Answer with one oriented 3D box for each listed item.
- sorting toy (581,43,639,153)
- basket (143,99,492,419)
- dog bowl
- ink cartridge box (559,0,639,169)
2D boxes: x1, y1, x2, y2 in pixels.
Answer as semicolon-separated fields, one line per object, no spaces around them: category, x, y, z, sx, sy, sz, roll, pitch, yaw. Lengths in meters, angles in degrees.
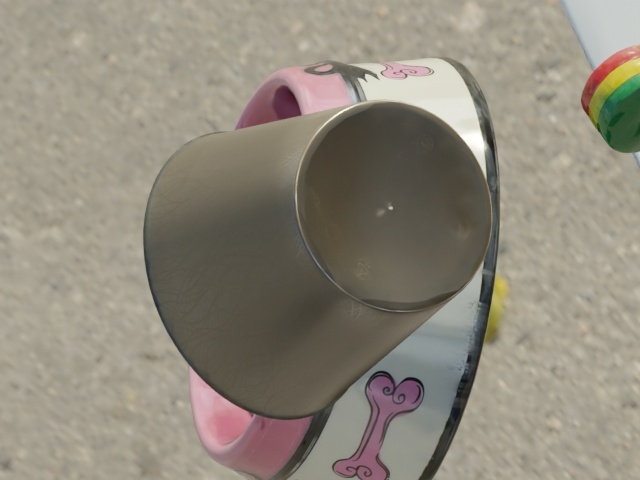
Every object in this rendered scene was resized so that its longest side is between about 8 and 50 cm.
sorting toy;0.192;-0.158;0.822;0.274;0.132;0.046;-42;51;17
basket;0.000;0.000;1.235;0.154;0.227;0.204;-22;87;-26
dog bowl;0.004;0.031;1.678;0.408;0.150;0.408;-170;90;-73
ink cartridge box;0.335;-0.235;1.471;0.330;0.071;0.324;-31;61;17
